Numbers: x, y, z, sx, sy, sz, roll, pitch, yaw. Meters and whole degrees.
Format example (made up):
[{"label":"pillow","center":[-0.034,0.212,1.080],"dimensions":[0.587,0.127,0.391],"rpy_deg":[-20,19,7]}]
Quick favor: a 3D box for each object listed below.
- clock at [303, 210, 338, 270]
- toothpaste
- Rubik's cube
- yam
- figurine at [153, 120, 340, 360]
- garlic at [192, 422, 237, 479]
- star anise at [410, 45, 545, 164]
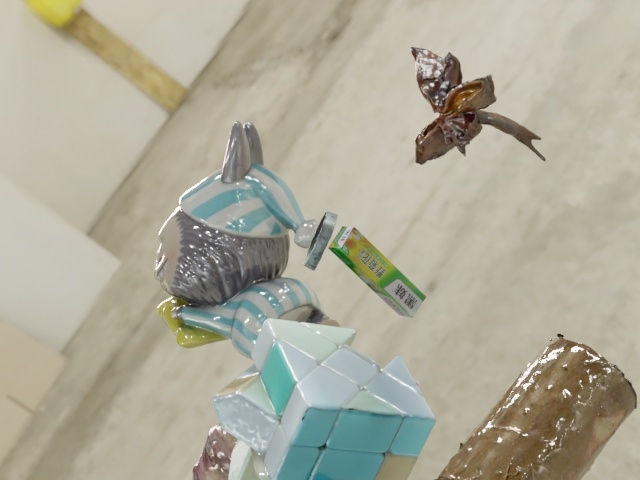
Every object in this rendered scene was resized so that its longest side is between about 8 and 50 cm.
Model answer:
[{"label":"clock","center":[0.000,0.000,1.808],"dimensions":[0.085,0.017,0.085],"rpy_deg":[-157,90,-85]},{"label":"toothpaste","center":[0.087,0.048,2.013],"dimensions":[0.037,0.178,0.043],"rpy_deg":[5,56,57]},{"label":"Rubik's cube","center":[-0.008,0.239,1.625],"dimensions":[0.213,0.265,0.224],"rpy_deg":[-66,28,26]},{"label":"yam","center":[0.226,0.227,1.429],"dimensions":[0.128,0.129,0.238],"rpy_deg":[33,72,26]},{"label":"figurine","center":[-0.138,-0.006,2.245],"dimensions":[0.266,0.378,0.361],"rpy_deg":[-22,29,-33]},{"label":"garlic","center":[-0.091,0.328,2.043],"dimensions":[0.245,0.245,0.160],"rpy_deg":[-45,56,15]},{"label":"star anise","center":[0.188,-0.155,1.546],"dimensions":[0.158,0.144,0.141],"rpy_deg":[23,119,59]}]
